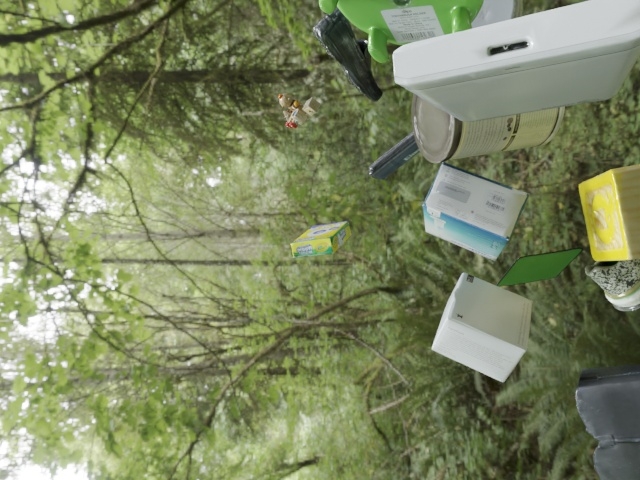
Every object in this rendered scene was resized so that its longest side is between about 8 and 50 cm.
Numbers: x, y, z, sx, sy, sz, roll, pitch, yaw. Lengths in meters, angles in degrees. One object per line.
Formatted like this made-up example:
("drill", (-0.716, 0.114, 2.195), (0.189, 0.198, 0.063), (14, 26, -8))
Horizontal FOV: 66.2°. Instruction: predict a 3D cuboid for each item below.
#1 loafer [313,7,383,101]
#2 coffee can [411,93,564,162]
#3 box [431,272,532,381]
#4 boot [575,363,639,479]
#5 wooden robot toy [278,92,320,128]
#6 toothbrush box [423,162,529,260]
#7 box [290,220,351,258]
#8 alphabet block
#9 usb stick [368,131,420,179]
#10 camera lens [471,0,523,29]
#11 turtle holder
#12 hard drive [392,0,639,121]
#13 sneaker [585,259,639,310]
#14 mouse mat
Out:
("loafer", (0.074, -0.370, 0.997), (0.223, 0.078, 0.076), (39, -167, -45))
("coffee can", (0.378, -0.297, 1.133), (0.201, 0.275, 0.202), (170, 90, -77))
("box", (0.382, 0.199, 1.158), (0.181, 0.181, 0.119), (-52, -20, -49))
("boot", (0.661, 0.357, 0.729), (0.146, 0.444, 0.367), (12, -114, -60))
("wooden robot toy", (-0.074, -0.330, 1.222), (0.076, 0.079, 0.173), (-59, 27, -4))
("toothbrush box", (0.392, -0.065, 1.280), (0.126, 0.216, 0.295), (-64, -18, -6))
("box", (0.000, 0.000, 1.193), (0.179, 0.105, 0.043), (-47, -54, -63))
("alphabet block", (0.710, -0.064, 1.066), (0.192, 0.197, 0.194), (26, -126, -80))
("usb stick", (0.248, -0.257, 1.336), (0.077, 0.278, 0.045), (13, -131, -48))
("camera lens", (0.424, -0.607, 1.318), (0.274, 0.219, 0.220), (-40, -47, -60))
("turtle holder", (0.114, -0.447, 0.739), (0.243, 0.320, 0.228), (-2, 72, 59))
("hard drive", (0.259, -0.208, 0.625), (0.353, 0.232, 0.047), (-15, -80, -62))
("sneaker", (0.823, -0.031, 1.264), (0.411, 0.182, 0.158), (-61, 12, -6))
("mouse mat", (0.559, 0.071, 1.263), (0.153, 0.189, 0.007), (101, 159, -55))
